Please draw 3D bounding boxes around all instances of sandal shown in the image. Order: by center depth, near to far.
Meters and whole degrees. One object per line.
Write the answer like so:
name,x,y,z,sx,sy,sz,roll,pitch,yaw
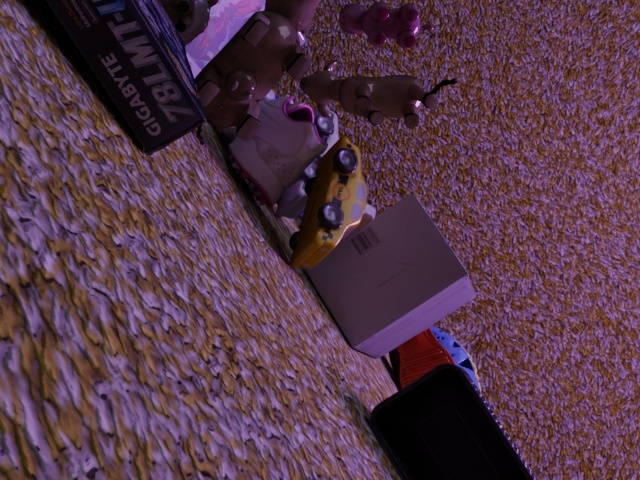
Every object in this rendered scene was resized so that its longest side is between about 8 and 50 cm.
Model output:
sandal,0.252,0.290,1.765,0.317,0.126,0.138,57,9,25

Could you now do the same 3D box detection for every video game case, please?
video game case,-0.165,-0.344,1.358,0.023,0.201,0.183,31,-10,31

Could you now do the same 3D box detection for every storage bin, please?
storage bin,0.152,0.241,1.051,0.180,0.122,0.084,58,6,16

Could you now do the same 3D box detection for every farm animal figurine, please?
farm animal figurine,-0.038,-0.246,1.194,0.330,0.326,0.172,56,4,-22

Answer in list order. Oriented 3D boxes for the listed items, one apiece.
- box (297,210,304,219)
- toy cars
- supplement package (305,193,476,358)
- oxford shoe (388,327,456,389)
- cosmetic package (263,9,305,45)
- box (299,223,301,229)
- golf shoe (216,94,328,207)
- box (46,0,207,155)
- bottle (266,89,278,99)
box,-0.077,-0.110,1.657,0.116,0.029,0.162,58,4,23
toy cars,0.012,-0.077,1.362,0.087,0.176,0.394,26,15,-17
supplement package,0.111,0.060,1.398,0.149,0.194,0.203,59,5,17
oxford shoe,0.170,0.219,1.578,0.098,0.097,0.271,89,-11,-50
cosmetic package,-0.206,-0.424,1.471,0.365,0.197,0.155,49,9,-44
box,0.000,0.000,1.692,0.094,0.027,0.137,57,5,-2
golf shoe,-0.077,-0.165,1.379,0.115,0.140,0.306,51,6,-36
box,-0.220,-0.260,0.879,0.295,0.073,0.293,58,4,-29
bottle,-0.119,-0.252,1.786,0.283,0.092,0.118,55,4,-18
